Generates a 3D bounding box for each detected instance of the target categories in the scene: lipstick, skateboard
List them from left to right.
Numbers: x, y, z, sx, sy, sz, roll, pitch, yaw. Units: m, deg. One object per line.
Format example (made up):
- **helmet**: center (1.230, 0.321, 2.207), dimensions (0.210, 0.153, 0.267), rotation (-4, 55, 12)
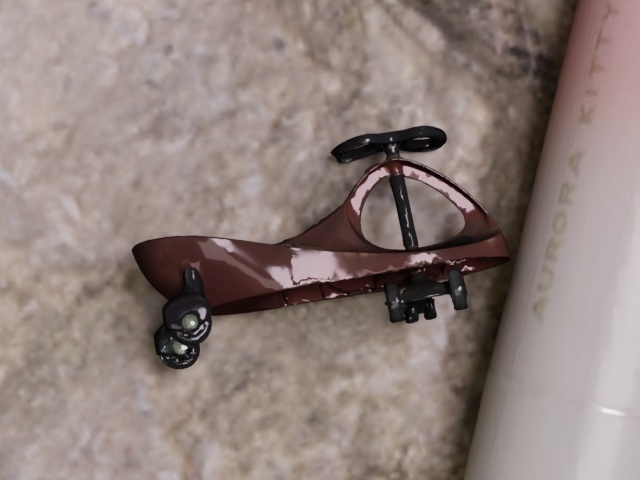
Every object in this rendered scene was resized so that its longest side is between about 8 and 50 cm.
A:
- **skateboard**: center (0.000, 0.000, 0.708), dimensions (0.151, 0.067, 0.080), rotation (-8, 78, -11)
- **lipstick**: center (0.120, 0.022, 0.716), dimensions (0.087, 0.087, 0.326), rotation (12, 94, -12)
